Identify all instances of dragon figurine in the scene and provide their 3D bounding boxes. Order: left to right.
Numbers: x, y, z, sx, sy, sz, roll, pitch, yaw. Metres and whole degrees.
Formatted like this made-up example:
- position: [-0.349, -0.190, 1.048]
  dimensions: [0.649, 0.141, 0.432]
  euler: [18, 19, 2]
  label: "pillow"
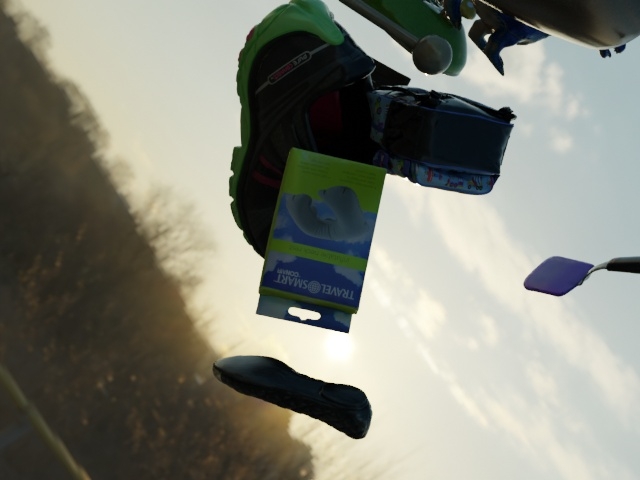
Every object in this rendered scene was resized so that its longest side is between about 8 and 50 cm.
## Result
- position: [0.186, -0.263, 1.232]
  dimensions: [0.289, 0.144, 0.085]
  euler: [39, 15, -31]
  label: "dragon figurine"

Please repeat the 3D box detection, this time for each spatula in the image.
- position: [0.380, 0.041, 1.680]
  dimensions: [0.030, 0.084, 0.296]
  euler: [57, -25, -10]
  label: "spatula"

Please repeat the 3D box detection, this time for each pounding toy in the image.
- position: [0.147, -0.320, 1.693]
  dimensions: [0.183, 0.110, 0.237]
  euler: [42, 22, 3]
  label: "pounding toy"

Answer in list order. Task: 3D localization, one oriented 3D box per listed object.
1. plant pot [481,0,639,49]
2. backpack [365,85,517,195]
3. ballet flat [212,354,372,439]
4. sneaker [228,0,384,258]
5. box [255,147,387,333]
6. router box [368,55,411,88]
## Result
- position: [0.202, -0.270, 1.064]
  dimensions: [0.230, 0.215, 0.215]
  euler: [35, 6, -38]
  label: "plant pot"
- position: [0.132, -0.133, 1.566]
  dimensions: [0.173, 0.158, 0.117]
  euler: [25, -74, 54]
  label: "backpack"
- position: [-0.031, 0.149, 1.192]
  dimensions: [0.173, 0.057, 0.049]
  euler: [16, -60, 26]
  label: "ballet flat"
- position: [-0.008, -0.099, 1.715]
  dimensions: [0.202, 0.185, 0.483]
  euler: [40, -28, 30]
  label: "sneaker"
- position: [0.000, 0.000, 1.322]
  dimensions: [0.042, 0.109, 0.178]
  euler: [111, -9, -76]
  label: "box"
- position: [0.027, -0.224, 1.854]
  dimensions: [0.178, 0.133, 0.046]
  euler: [30, 6, -2]
  label: "router box"
